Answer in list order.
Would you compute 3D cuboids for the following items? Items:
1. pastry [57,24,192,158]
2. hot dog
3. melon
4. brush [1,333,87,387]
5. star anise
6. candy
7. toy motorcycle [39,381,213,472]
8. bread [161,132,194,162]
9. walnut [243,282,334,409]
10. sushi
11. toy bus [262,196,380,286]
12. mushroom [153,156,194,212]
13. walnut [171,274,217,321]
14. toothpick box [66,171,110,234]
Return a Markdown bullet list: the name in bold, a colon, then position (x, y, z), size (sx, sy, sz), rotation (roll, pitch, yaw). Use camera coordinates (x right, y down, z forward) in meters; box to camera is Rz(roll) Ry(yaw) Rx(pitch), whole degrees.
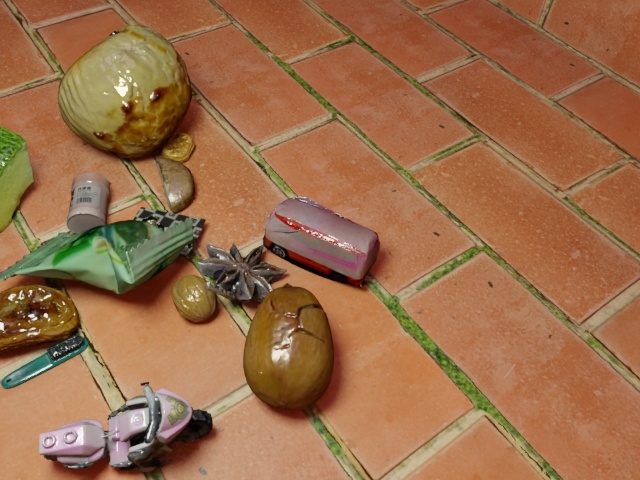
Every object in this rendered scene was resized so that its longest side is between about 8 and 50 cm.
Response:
- **pastry**: position (-0.542, -0.412, 1.715), size (0.388, 0.312, 0.388), rotation (-32, 22, 15)
- **hot dog**: position (-0.674, 0.183, 1.363), size (0.227, 0.099, 0.160), rotation (-18, 50, -14)
- **melon**: position (-0.953, -0.166, 1.590), size (0.343, 0.226, 0.331), rotation (18, 94, 9)
- **brush**: position (-0.616, 0.266, 1.337), size (0.193, 0.032, 0.043), rotation (-28, 58, -26)
- **star anise**: position (-0.204, 0.086, 1.458), size (0.230, 0.081, 0.262), rotation (39, 32, 7)
- **candy**: position (-0.531, 0.032, 1.410), size (0.398, 0.172, 0.263), rotation (3, 16, 15)
- **toy motorcycle**: position (-0.377, 0.368, 1.167), size (0.327, 0.188, 0.143), rotation (-7, 58, -10)
- **bread**: position (-0.424, -0.277, 1.796), size (0.083, 0.044, 0.110), rotation (15, 52, 4)
- **walnut**: position (-0.069, 0.218, 1.309), size (0.203, 0.203, 0.298), rotation (-2, 58, -6)
- **sushi**: position (-0.410, -0.014, 1.586), size (0.201, 0.031, 0.139), rotation (12, 51, 10)
- **toy bus**: position (0.000, 0.000, 1.534), size (0.303, 0.147, 0.127), rotation (25, 47, 15)
- **mushroom**: position (-0.409, -0.173, 1.693), size (0.094, 0.072, 0.210), rotation (-7, 50, -21)
- **walnut**: position (-0.301, 0.135, 1.427), size (0.105, 0.105, 0.124), rotation (-25, 62, -22)
- **toothpick box**: position (-0.616, -0.096, 1.595), size (0.098, 0.098, 0.149), rotation (-5, 51, -8)
